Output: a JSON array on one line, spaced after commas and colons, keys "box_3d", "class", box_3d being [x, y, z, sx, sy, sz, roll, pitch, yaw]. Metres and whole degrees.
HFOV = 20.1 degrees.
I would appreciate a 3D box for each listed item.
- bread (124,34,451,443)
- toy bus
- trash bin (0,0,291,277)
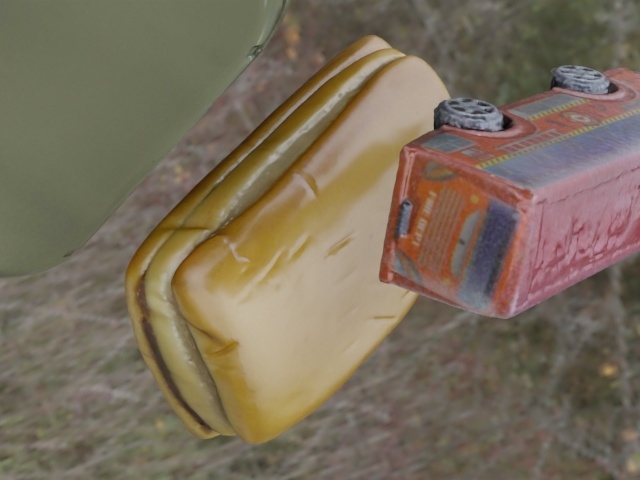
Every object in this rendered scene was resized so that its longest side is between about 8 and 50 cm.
[{"box_3d": [0.000, 0.000, 0.808, 0.200, 0.077, 0.116, -46, 130, -34], "class": "bread"}, {"box_3d": [0.096, -0.022, 0.717, 0.192, 0.077, 0.065, -21, 128, -51], "class": "toy bus"}, {"box_3d": [-0.088, -0.129, 0.824, 0.121, 0.243, 0.247, 38, 33, -12], "class": "trash bin"}]
